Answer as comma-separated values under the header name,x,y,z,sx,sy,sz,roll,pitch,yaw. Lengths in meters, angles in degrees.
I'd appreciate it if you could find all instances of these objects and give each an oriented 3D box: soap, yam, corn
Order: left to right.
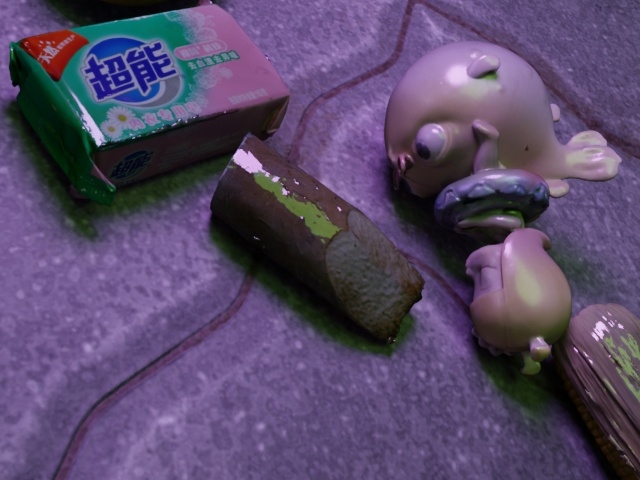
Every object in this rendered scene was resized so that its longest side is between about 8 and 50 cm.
name,x,y,z,sx,sy,sz,roll,pitch,yaw
soap,-0.181,-0.163,0.891,0.273,0.098,0.218,-23,65,-39
yam,0.000,0.000,0.874,0.259,0.106,0.106,36,49,1
corn,0.371,0.210,0.904,0.122,0.123,0.305,-27,72,-12

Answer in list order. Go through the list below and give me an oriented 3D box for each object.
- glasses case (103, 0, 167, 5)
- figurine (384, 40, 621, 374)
name,x,y,z,sx,sy,sz,roll,pitch,yaw
glasses case,-0.182,-0.414,1.023,0.173,0.141,0.371,11,45,13
figurine,0.225,-0.046,0.955,0.275,0.226,0.394,-8,69,-2
